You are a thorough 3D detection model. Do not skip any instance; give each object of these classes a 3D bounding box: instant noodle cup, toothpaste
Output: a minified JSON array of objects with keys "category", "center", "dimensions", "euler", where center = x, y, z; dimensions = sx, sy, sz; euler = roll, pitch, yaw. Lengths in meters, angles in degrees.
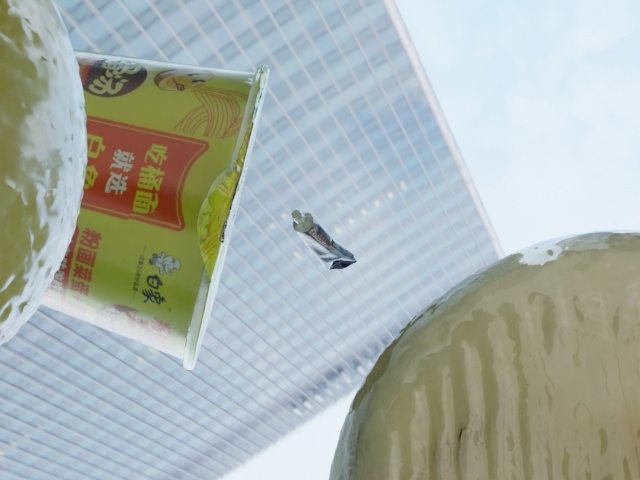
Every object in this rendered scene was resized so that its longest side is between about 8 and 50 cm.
[{"category":"instant noodle cup","center":[-0.188,-0.047,1.260],"dimensions":[0.222,0.311,0.311],"euler":[13,-106,-3]},{"category":"toothpaste","center":[0.000,0.000,1.065],"dimensions":[0.027,0.083,0.019],"euler":[-24,-131,16]}]

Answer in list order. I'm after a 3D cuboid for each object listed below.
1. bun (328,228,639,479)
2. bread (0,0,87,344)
[{"category":"bun","center":[0.162,0.181,0.695],"dimensions":[0.361,0.213,0.361],"euler":[-3,-100,18]},{"category":"bread","center":[-0.263,-0.052,0.577],"dimensions":[0.237,0.320,0.320],"euler":[-48,-120,33]}]
